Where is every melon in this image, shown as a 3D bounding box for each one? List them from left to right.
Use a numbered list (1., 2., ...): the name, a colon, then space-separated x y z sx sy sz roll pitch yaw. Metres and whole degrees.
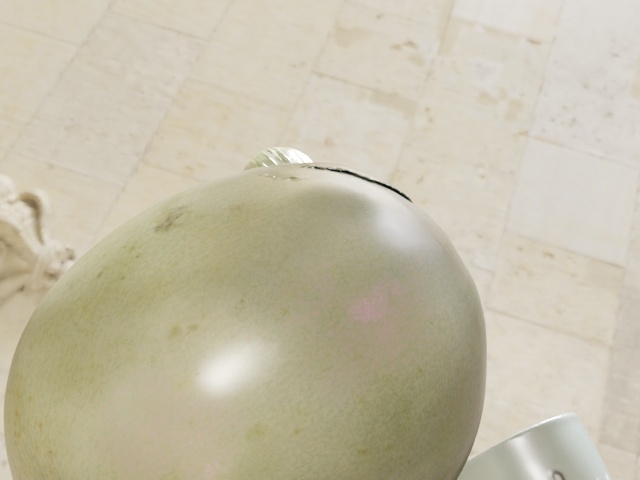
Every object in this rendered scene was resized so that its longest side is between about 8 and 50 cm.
1. melon: -0.031 0.087 0.623 0.330 0.268 0.268 -34 -34 -46

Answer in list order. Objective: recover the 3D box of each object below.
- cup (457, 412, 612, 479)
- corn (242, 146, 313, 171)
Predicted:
1. cup: 0.240 0.364 1.142 0.234 0.258 0.186 65 -175 23
2. corn: 0.002 -0.004 1.160 0.122 0.305 0.123 -28 -42 -14
